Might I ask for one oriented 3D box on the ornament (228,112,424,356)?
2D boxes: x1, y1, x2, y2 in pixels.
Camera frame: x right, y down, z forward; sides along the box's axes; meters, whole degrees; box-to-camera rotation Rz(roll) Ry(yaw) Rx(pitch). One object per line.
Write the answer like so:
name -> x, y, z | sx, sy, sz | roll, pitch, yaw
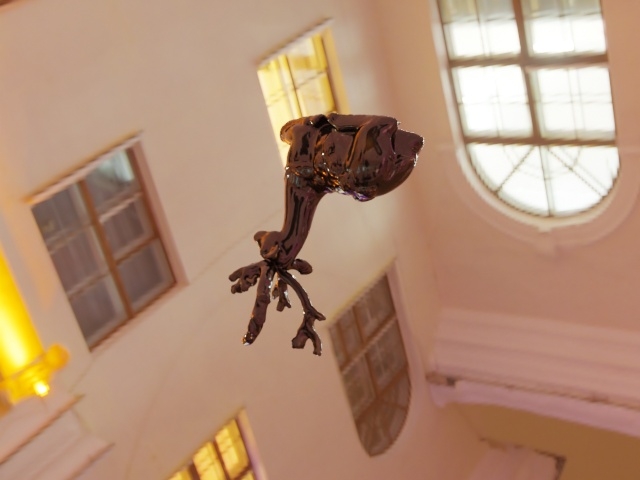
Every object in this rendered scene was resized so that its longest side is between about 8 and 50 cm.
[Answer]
ornament -> 0.000, 0.000, 0.952 | 0.202, 0.080, 0.236 | 8, -103, 52
